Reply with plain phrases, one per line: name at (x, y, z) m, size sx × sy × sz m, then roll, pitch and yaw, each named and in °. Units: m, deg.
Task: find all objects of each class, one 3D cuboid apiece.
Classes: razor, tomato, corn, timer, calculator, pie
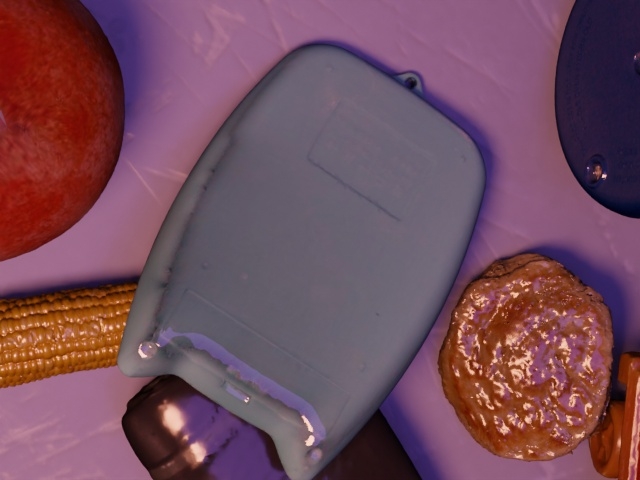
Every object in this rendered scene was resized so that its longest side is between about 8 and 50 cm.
razor at (-0.014, 0.230, 1.734) m, size 0.204 × 0.113 × 0.349 m, roll -38°, pitch 104°, yaw -9°
tomato at (-0.291, -0.108, 1.555) m, size 0.265 × 0.265 × 0.264 m, roll -2°, pitch 98°, yaw -13°
corn at (-0.230, 0.082, 1.681) m, size 0.238 × 0.080 × 0.080 m, roll -11°, pitch 100°, yaw -13°
timer at (0.437, -0.131, 1.751) m, size 0.384 × 0.270 × 0.270 m, roll 8°, pitch 96°, yaw -30°
calculator at (0.000, 0.000, 1.681) m, size 0.256 × 0.054 × 0.386 m, roll 33°, pitch 65°, yaw -9°
pie at (0.193, 0.108, 1.788) m, size 0.163 × 0.079 × 0.193 m, roll 9°, pitch 94°, yaw -1°

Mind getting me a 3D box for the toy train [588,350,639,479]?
toy train at (0.351, 0.254, 1.765) m, size 0.163 × 0.231 × 0.369 m, roll 3°, pitch 96°, yaw -11°
